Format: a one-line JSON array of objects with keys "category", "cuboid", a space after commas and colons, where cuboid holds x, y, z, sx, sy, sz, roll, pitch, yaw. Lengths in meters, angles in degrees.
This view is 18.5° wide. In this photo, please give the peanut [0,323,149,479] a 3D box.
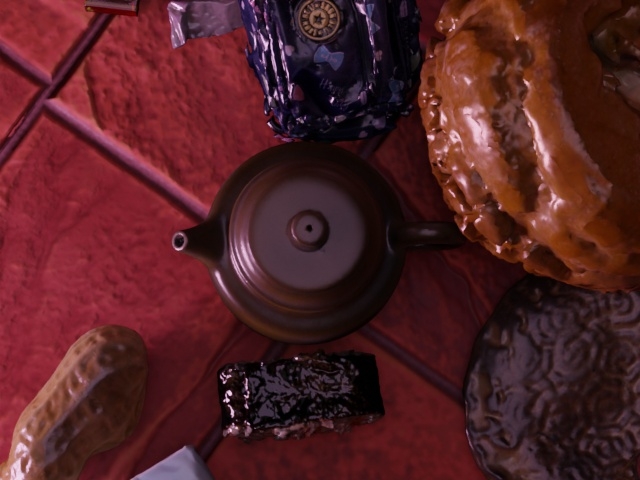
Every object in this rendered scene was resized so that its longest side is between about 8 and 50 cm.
[{"category": "peanut", "cuboid": [-0.223, 0.164, 1.802, 0.093, 0.083, 0.194, 35, 87, -33]}]

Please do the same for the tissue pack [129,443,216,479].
[{"category": "tissue pack", "cuboid": [-0.123, 0.340, 1.781, 0.177, 0.089, 0.263, -31, 83, -7]}]

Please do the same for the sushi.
[{"category": "sushi", "cuboid": [-0.018, 0.144, 1.808, 0.150, 0.090, 0.078, -7, 79, -2]}]

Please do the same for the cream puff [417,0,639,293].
[{"category": "cream puff", "cuboid": [0.246, -0.109, 1.776, 0.343, 0.231, 0.327, -26, 86, -34]}]

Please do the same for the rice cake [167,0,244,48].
[{"category": "rice cake", "cuboid": [-0.022, -0.248, 1.878, 0.270, 0.049, 0.055, -23, 106, -5]}]

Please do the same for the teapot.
[{"category": "teapot", "cuboid": [0.000, 0.000, 1.785, 0.268, 0.175, 0.185, -3, 85, -3]}]

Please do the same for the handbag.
[{"category": "handbag", "cuboid": [0.007, -0.215, 1.809, 0.162, 0.113, 0.260, -12, 106, -12]}]

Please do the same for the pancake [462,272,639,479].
[{"category": "pancake", "cuboid": [0.280, 0.140, 1.850, 0.286, 0.033, 0.288, 18, 83, -1]}]

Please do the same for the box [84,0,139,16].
[{"category": "box", "cuboid": [-0.196, -0.258, 1.884, 0.051, 0.023, 0.082, 6, 82, -1]}]
